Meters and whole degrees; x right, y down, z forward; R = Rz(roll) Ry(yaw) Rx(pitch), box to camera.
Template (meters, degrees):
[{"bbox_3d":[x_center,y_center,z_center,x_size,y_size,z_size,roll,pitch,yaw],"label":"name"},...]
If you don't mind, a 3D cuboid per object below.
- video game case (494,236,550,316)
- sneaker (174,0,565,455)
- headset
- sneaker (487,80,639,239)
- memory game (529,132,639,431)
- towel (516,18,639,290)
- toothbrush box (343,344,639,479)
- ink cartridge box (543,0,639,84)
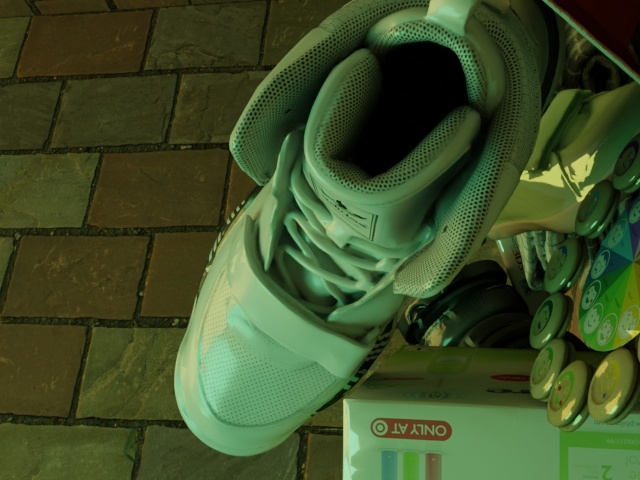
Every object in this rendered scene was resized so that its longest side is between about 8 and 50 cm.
[{"bbox_3d":[0.280,0.104,1.088,0.329,0.036,0.300,1,-113,-77],"label":"video game case"},{"bbox_3d":[0.000,0.000,0.490,0.366,0.137,0.210,-55,-6,17],"label":"sneaker"},{"bbox_3d":[0.146,0.120,0.873,0.394,0.185,0.243,63,174,-33],"label":"headset"},{"bbox_3d":[0.129,-0.080,0.613,0.094,0.151,0.256,-54,8,-19],"label":"sneaker"},{"bbox_3d":[0.156,0.011,0.447,0.186,0.012,0.186,-155,90,-84],"label":"memory game"},{"bbox_3d":[0.228,-0.119,0.821,0.235,0.121,0.284,-89,-15,-47],"label":"towel"},{"bbox_3d":[0.140,0.149,0.613,0.283,0.206,0.122,-3,-87,-77],"label":"toothbrush box"},{"bbox_3d":[0.088,-0.253,0.491,0.308,0.091,0.385,34,-152,-20],"label":"ink cartridge box"}]
